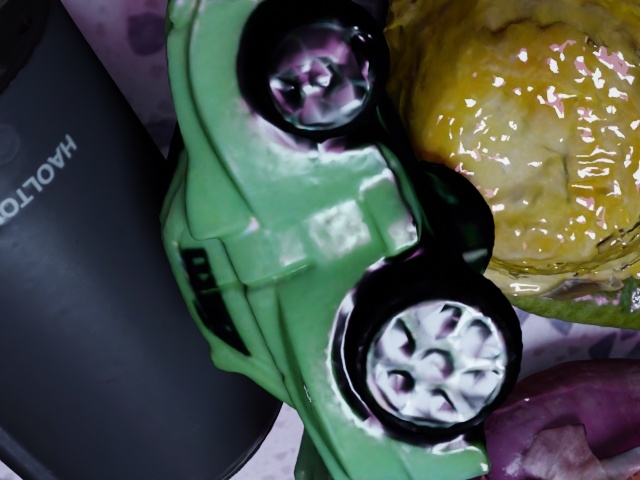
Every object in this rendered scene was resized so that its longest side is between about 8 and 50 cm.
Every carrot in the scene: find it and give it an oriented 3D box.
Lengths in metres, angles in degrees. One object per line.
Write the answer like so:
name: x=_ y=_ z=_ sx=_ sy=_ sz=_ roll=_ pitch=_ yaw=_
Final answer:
carrot: x=0.285 y=0.042 z=1.237 sx=0.358 sy=0.074 sz=0.074 roll=7 pitch=115 yaw=-20

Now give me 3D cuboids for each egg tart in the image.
egg tart: x=0.141 y=-0.075 z=1.038 sx=0.294 sy=0.116 sz=0.295 roll=4 pitch=118 yaw=8

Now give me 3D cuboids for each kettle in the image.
kettle: x=-0.170 y=0.038 z=0.965 sx=0.203 sy=0.262 sz=0.308 roll=-11 pitch=132 yaw=29

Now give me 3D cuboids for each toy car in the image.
toy car: x=0.000 y=0.000 z=0.906 sx=0.176 sy=0.213 sz=0.359 roll=-24 pitch=108 yaw=8

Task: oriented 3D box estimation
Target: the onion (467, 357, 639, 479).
onion: x=0.213 y=0.266 z=1.245 sx=0.347 sy=0.285 sz=0.348 roll=3 pitch=78 yaw=-15
